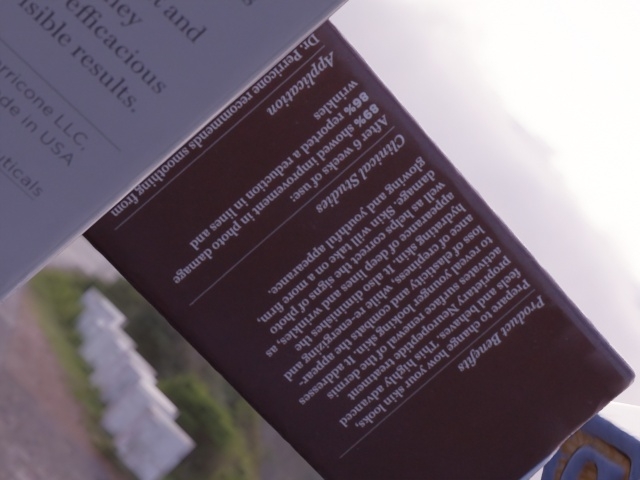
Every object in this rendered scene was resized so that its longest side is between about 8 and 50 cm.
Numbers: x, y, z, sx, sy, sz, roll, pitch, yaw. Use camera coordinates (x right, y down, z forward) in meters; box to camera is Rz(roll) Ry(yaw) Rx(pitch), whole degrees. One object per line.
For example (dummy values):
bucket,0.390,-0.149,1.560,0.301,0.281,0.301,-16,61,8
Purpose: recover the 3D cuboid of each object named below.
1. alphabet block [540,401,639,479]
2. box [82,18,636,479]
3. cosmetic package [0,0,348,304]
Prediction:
alphabet block,0.291,0.243,1.438,0.197,0.192,0.193,12,7,-14
box,0.000,0.000,1.111,0.381,0.191,0.143,48,3,-23
cosmetic package,-0.004,-0.202,0.638,0.161,0.453,0.230,44,25,-17
